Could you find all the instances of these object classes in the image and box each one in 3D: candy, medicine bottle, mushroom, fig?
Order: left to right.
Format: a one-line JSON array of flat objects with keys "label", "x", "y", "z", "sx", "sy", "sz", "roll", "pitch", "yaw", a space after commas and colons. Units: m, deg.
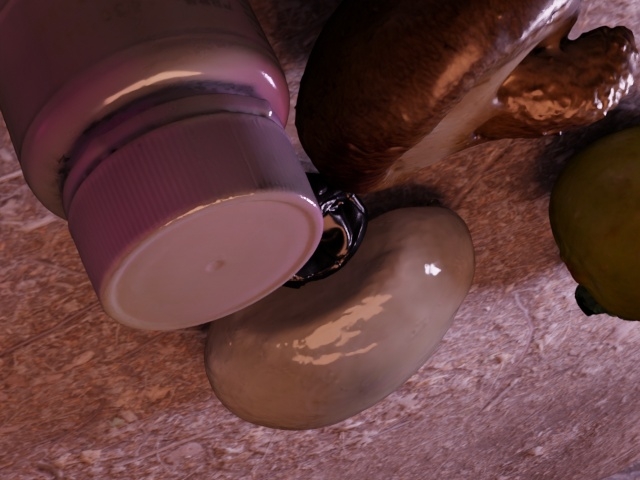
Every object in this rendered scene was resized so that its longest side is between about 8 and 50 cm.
[{"label": "medicine bottle", "x": -0.142, "y": -0.099, "z": 1.242, "sx": 0.241, "sy": 0.302, "sz": 0.241, "roll": -20, "pitch": 151, "yaw": -11}, {"label": "candy", "x": 0.032, "y": 0.130, "z": 1.919, "sx": 0.386, "sy": 0.186, "sz": 0.427, "roll": -23, "pitch": 158, "yaw": -12}, {"label": "mushroom", "x": 0.116, "y": -0.176, "z": 1.403, "sx": 0.345, "sy": 0.239, "sz": 0.345, "roll": -22, "pitch": 145, "yaw": -17}, {"label": "fig", "x": 0.464, "y": -0.041, "z": 1.896, "sx": 0.326, "sy": 0.258, "sz": 0.258, "roll": -27, "pitch": 153, "yaw": -12}]

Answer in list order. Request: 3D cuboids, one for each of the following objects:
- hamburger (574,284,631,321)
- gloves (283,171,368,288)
[{"label": "hamburger", "x": 0.489, "y": 0.009, "z": 2.112, "sx": 0.276, "sy": 0.150, "sz": 0.260, "roll": -26, "pitch": -175, "yaw": -15}, {"label": "gloves", "x": -0.045, "y": -0.029, "z": 1.648, "sx": 0.164, "sy": 0.124, "sz": 0.203, "roll": -49, "pitch": 128, "yaw": -2}]
